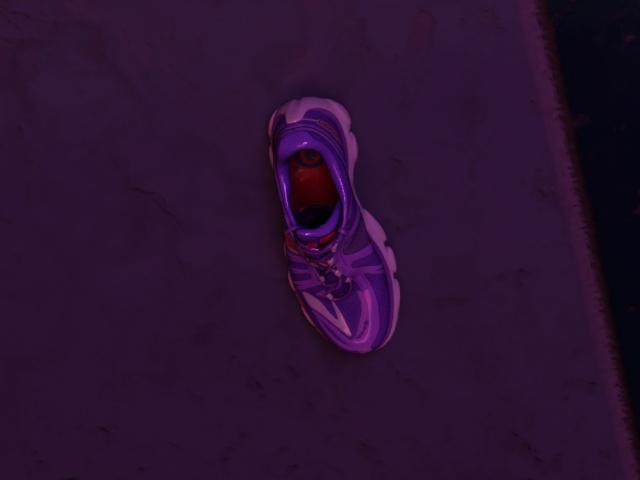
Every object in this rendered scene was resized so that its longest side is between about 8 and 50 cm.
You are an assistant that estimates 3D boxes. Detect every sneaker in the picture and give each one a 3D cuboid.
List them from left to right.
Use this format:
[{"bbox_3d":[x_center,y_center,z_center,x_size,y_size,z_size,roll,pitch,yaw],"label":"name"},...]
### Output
[{"bbox_3d":[0.000,0.000,1.195,0.068,0.071,0.170,-12,116,13],"label":"sneaker"}]
